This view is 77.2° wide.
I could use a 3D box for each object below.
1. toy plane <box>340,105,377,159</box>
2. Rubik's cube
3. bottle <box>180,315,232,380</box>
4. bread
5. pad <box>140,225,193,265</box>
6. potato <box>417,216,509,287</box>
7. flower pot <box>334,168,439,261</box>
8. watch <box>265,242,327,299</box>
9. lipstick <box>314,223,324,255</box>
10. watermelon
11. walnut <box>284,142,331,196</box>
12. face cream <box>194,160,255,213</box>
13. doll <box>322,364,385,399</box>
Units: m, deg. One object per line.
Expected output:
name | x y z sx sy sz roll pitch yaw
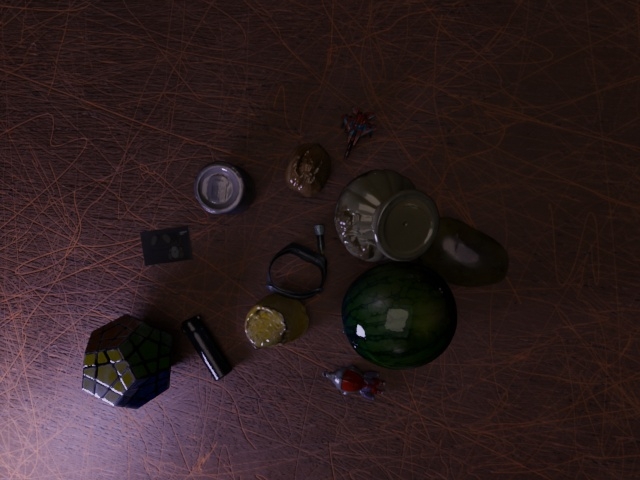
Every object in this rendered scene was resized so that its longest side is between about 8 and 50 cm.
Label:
toy plane | 0.118 -0.366 1.390 0.130 0.061 0.189 21 98 3
Rubik's cube | -0.652 0.414 1.378 0.319 0.319 0.264 -48 60 5
bottle | -0.416 0.388 1.453 0.082 0.072 0.244 -31 88 -13
bread | -0.152 0.281 1.380 0.197 0.170 0.196 2 97 17
pad | -0.573 0.021 1.491 0.190 0.004 0.127 -8 91 6
potato | 0.462 0.048 1.315 0.308 0.173 0.209 22 92 7
flower pot | 0.208 -0.067 1.251 0.308 0.244 0.306 -5 104 -19
watch | -0.077 0.116 1.388 0.207 0.068 0.192 28 69 1
lipstick | 0.000 0.000 1.424 0.037 0.037 0.115 -5 95 5
watermelon | 0.241 0.237 1.263 0.364 0.363 0.362 0 92 5
walnut | -0.041 -0.246 1.364 0.156 0.155 0.183 24 92 4
face cream | -0.328 -0.179 1.389 0.178 0.153 0.177 0 93 6
doll | 0.117 0.493 1.408 0.228 0.075 0.102 13 79 -5
